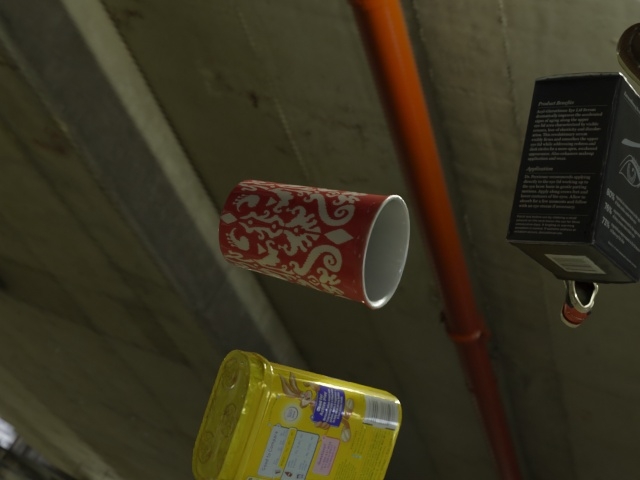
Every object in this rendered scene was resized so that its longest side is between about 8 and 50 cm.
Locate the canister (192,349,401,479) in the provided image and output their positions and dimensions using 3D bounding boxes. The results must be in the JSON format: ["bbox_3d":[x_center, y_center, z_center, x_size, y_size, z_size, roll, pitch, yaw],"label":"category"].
[{"bbox_3d":[-0.019,0.182,0.970,0.169,0.126,0.073,18,1,-27],"label":"canister"}]

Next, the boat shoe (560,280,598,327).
[{"bbox_3d":[0.368,0.063,1.466,0.049,0.137,0.043,23,-46,3],"label":"boat shoe"}]

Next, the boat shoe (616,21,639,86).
[{"bbox_3d":[0.354,-0.136,0.955,0.190,0.068,0.072,31,2,3],"label":"boat shoe"}]

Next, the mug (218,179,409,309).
[{"bbox_3d":[-0.004,0.007,1.068,0.169,0.113,0.150,12,-28,25],"label":"mug"}]

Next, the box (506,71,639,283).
[{"bbox_3d":[0.311,-0.070,1.213,0.108,0.207,0.153,2,-18,37],"label":"box"}]
